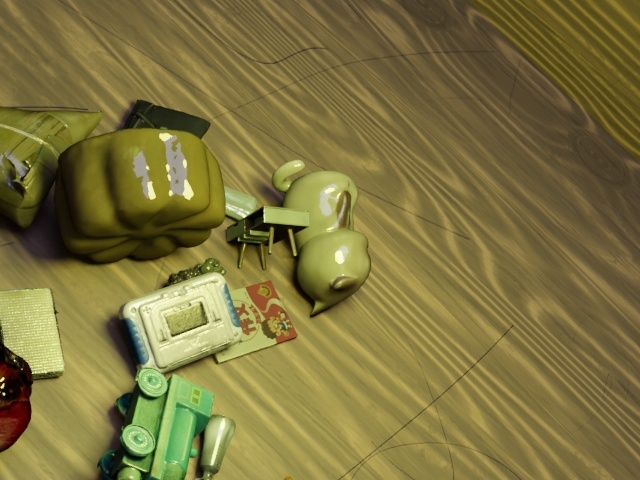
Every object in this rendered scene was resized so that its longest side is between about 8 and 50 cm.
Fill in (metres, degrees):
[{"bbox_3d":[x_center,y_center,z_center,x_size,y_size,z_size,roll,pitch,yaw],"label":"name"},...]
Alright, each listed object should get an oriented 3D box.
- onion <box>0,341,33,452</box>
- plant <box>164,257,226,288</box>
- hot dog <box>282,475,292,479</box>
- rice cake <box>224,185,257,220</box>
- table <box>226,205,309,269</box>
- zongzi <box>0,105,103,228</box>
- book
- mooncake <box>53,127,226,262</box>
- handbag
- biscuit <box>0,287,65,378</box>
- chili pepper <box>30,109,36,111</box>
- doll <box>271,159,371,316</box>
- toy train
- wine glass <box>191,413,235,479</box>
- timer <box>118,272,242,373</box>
[{"bbox_3d":[-0.655,0.268,1.496,0.221,0.281,0.281,-18,65,-1],"label":"onion"},{"bbox_3d":[-0.301,0.093,1.946,0.174,0.087,0.085,-30,117,-36],"label":"plant"},{"bbox_3d":[-0.090,0.610,1.713,0.102,0.076,0.249,19,53,-14],"label":"hot dog"},{"bbox_3d":[-0.274,-0.115,2.122,0.221,0.042,0.080,24,54,-15],"label":"rice cake"},{"bbox_3d":[-0.132,0.000,2.009,0.121,0.240,0.111,5,76,-26],"label":"table"},{"bbox_3d":[-0.767,-0.270,1.855,0.447,0.181,0.418,31,45,-7],"label":"zongzi"},{"bbox_3d":[-0.182,0.193,1.980,0.231,0.022,0.162,-13,67,-37],"label":"book"},{"bbox_3d":[-0.398,-0.087,1.822,0.378,0.378,0.201,0,70,-30],"label":"mooncake"},{"bbox_3d":[-0.419,-0.248,2.091,0.211,0.089,0.254,19,53,-2],"label":"handbag"},{"bbox_3d":[-0.609,0.195,1.718,0.121,0.040,0.199,-3,60,-28],"label":"biscuit"},{"bbox_3d":[-0.674,-0.270,1.996,0.153,0.041,0.050,41,90,0],"label":"chili pepper"},{"bbox_3d":[0.018,-0.015,2.113,0.226,0.215,0.370,-6,66,-35],"label":"doll"},{"bbox_3d":[-0.322,0.392,1.647,0.194,0.120,0.298,30,30,-18],"label":"toy train"},{"bbox_3d":[-0.230,0.453,1.741,0.072,0.072,0.155,24,50,-15],"label":"wine glass"},{"bbox_3d":[-0.306,0.185,1.829,0.253,0.078,0.178,-20,92,-30],"label":"timer"}]
